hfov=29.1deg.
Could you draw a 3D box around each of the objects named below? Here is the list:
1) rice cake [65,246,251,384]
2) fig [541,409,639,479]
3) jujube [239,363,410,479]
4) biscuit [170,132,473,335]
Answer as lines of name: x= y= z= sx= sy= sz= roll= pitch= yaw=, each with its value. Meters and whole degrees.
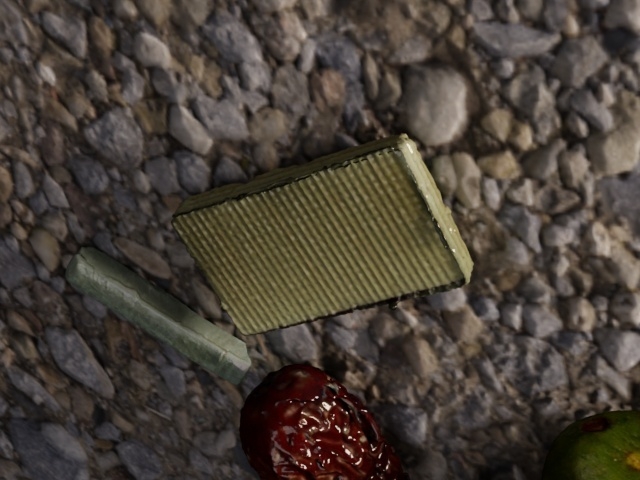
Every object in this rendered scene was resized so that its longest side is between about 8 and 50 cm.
rice cake: x=-0.127 y=0.060 z=0.990 sx=0.170 sy=0.029 sz=0.033 roll=33 pitch=128 yaw=-2
fig: x=0.215 y=0.194 z=0.879 sx=0.123 sy=0.123 sz=0.156 roll=16 pitch=141 yaw=13
jujube: x=0.001 y=0.169 z=0.970 sx=0.104 sy=0.104 sz=0.166 roll=-18 pitch=118 yaw=35
biscuit: x=0.000 y=0.000 z=0.875 sx=0.199 sy=0.040 sz=0.121 roll=-14 pitch=116 yaw=32
